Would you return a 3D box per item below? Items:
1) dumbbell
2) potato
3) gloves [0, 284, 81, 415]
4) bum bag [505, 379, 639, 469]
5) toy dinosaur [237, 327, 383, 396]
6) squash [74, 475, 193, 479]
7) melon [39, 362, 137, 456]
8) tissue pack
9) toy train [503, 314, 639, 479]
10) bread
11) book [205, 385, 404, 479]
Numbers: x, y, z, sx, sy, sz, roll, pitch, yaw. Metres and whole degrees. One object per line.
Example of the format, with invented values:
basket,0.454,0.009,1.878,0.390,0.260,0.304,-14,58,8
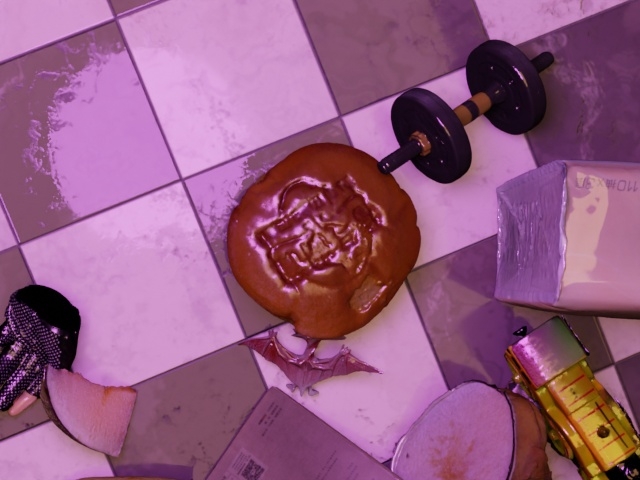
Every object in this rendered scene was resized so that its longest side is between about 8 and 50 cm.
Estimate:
dumbbell,0.208,-0.181,1.616,0.325,0.143,0.143,-34,95,-21
potato,0.236,0.363,1.625,0.196,0.246,0.300,26,78,-36
gloves,-0.403,0.165,1.613,0.129,0.106,0.181,24,116,-7
bum bag,0.382,0.279,1.703,0.248,0.069,0.102,38,103,-4
toy dinosaur,-0.016,0.174,1.655,0.220,0.032,0.108,11,109,11
squash,-0.292,0.377,1.633,0.224,0.094,0.094,5,91,1
melon,-0.331,0.232,1.582,0.054,0.182,0.098,17,82,37
tissue pack,0.470,0.009,1.574,0.404,0.332,0.205,4,88,-6
toy train,0.363,0.243,1.598,0.100,0.160,0.296,-33,79,-4
bread,0.000,0.000,1.614,0.269,0.148,0.270,0,90,-9
book,-0.020,0.365,1.619,0.282,0.025,0.215,35,88,24
